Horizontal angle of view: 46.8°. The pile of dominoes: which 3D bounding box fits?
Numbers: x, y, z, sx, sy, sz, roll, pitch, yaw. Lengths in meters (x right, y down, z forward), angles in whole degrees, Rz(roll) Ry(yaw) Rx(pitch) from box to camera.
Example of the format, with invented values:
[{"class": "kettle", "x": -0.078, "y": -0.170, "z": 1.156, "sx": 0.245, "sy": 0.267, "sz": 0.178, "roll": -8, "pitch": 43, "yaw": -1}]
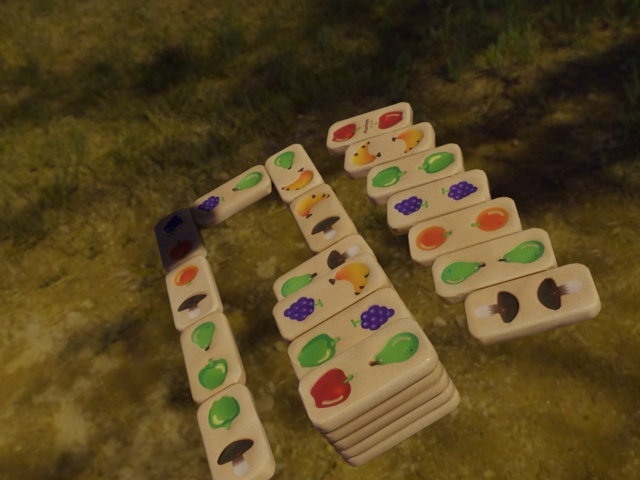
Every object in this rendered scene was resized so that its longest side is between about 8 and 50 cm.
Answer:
[{"class": "pile of dominoes", "x": 0.000, "y": 0.000, "z": 0.402, "sx": 0.196, "sy": 0.040, "sz": 0.251, "roll": -31, "pitch": 39, "yaw": 1}]
